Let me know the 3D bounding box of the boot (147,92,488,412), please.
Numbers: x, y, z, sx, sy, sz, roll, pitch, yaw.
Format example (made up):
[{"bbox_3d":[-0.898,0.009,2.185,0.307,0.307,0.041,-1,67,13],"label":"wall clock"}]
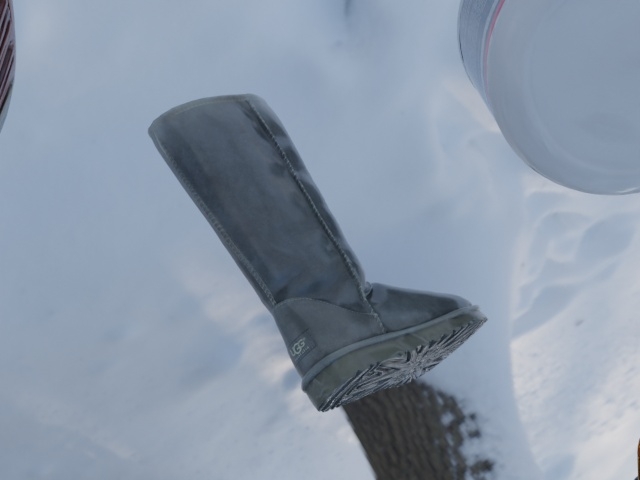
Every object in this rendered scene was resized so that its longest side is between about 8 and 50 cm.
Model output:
[{"bbox_3d":[0.002,-0.002,0.613,0.190,0.208,0.076,-3,140,-54],"label":"boot"}]

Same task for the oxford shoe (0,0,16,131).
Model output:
[{"bbox_3d":[-0.229,-0.120,0.372,0.130,0.123,0.348,13,163,7],"label":"oxford shoe"}]

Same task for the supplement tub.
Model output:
[{"bbox_3d":[0.212,-0.163,0.739,0.191,0.272,0.191,0,113,1],"label":"supplement tub"}]

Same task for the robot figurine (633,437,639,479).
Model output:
[{"bbox_3d":[0.357,0.185,0.880,0.211,0.085,0.291,-29,131,-46],"label":"robot figurine"}]
